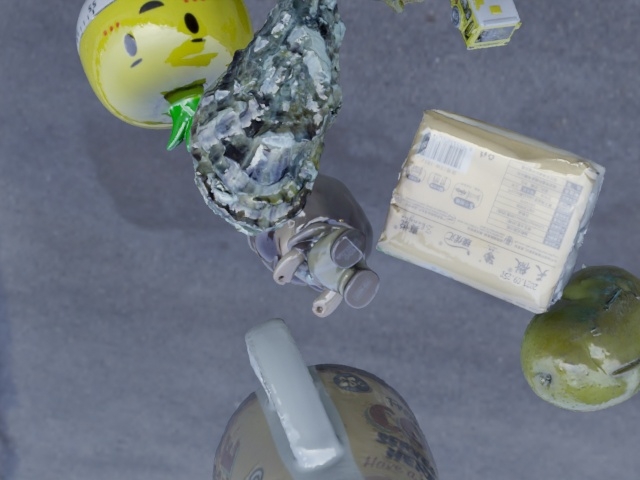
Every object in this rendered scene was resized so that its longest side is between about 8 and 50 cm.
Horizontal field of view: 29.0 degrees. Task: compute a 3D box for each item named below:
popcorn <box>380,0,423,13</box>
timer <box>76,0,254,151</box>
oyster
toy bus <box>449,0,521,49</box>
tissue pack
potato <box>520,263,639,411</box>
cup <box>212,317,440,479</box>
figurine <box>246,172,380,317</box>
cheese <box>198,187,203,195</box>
[{"bbox_3d":[0.122,-0.482,2.079,0.218,0.169,0.189,-1,176,26],"label":"popcorn"},{"bbox_3d":[-0.210,-0.249,1.815,0.285,0.285,0.285,5,149,3],"label":"timer"},{"bbox_3d":[-0.055,-0.179,1.528,0.162,0.351,0.158,22,173,-25],"label":"oyster"},{"bbox_3d":[0.222,-0.393,1.825,0.081,0.226,0.074,-8,160,-20],"label":"toy bus"},{"bbox_3d":[0.196,-0.036,1.425,0.222,0.186,0.090,20,-171,11],"label":"tissue pack"},{"bbox_3d":[0.352,0.125,1.584,0.169,0.248,0.143,18,125,33],"label":"potato"},{"bbox_3d":[0.009,0.221,1.174,0.227,0.301,0.257,-22,-169,-7],"label":"cup"},{"bbox_3d":[0.000,0.001,2.130,0.248,0.203,0.380,44,180,-22],"label":"figurine"},{"bbox_3d":[-0.091,-0.104,1.657,0.043,0.194,0.065,34,125,21],"label":"cheese"}]
